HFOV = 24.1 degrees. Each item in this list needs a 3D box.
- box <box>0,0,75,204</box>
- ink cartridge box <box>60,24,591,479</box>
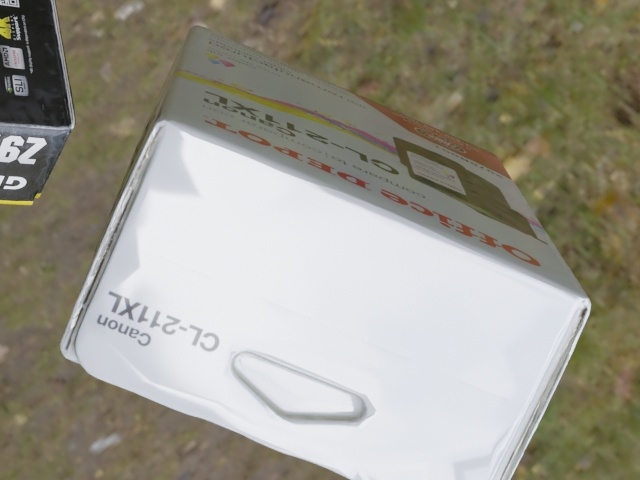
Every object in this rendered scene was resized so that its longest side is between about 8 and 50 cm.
[{"bbox_3d":[-0.283,-0.178,0.807,0.257,0.322,0.079,1,148,-28],"label":"box"},{"bbox_3d":[0.000,0.000,0.470,0.175,0.127,0.072,-98,-148,-74],"label":"ink cartridge box"}]
